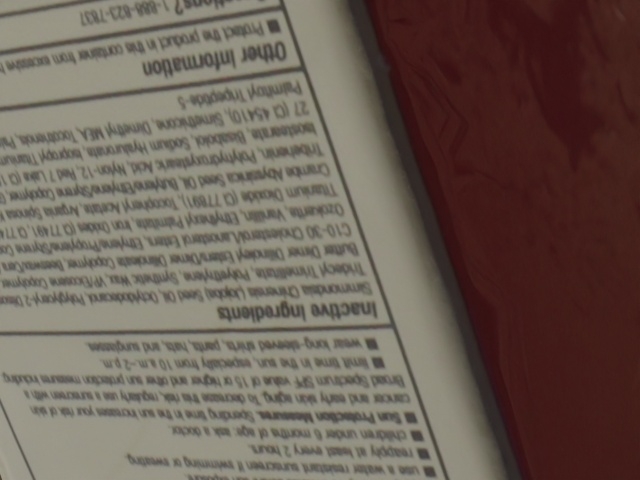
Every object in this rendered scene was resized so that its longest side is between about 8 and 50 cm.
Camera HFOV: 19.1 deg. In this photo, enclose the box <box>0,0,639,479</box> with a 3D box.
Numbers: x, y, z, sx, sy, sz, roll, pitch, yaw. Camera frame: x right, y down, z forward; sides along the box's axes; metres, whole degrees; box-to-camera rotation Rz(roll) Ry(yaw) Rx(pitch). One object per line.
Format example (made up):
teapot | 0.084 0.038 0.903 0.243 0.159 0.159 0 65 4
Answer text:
box | 0.012 0.020 0.440 0.149 0.127 0.232 -3 116 38
